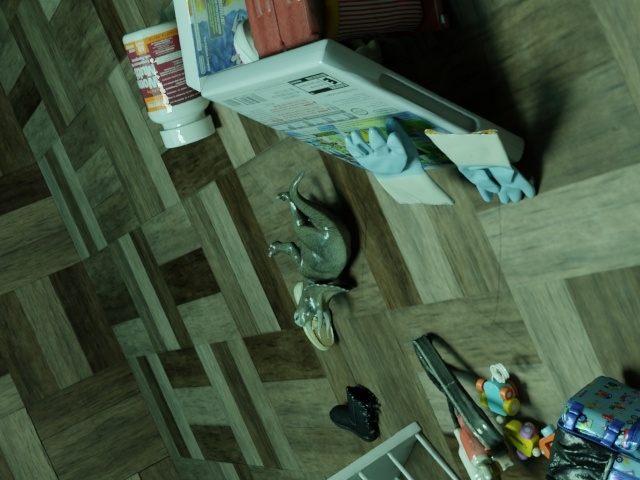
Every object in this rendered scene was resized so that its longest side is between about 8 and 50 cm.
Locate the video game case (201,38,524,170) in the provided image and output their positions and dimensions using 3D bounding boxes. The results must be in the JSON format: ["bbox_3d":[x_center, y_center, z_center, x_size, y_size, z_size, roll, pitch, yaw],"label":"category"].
[{"bbox_3d":[0.044,-0.159,1.285,0.329,0.300,0.036,1,72,60],"label":"video game case"}]

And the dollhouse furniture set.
[{"bbox_3d":[0.000,-0.415,1.216,0.152,0.201,0.374,4,109,60],"label":"dollhouse furniture set"}]

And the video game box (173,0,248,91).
[{"bbox_3d":[-0.124,-0.344,1.490,0.048,0.187,0.205,32,138,42],"label":"video game box"}]

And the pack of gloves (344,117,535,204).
[{"bbox_3d":[0.148,-0.101,1.210,0.195,0.232,0.046,1,73,25],"label":"pack of gloves"}]

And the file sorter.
[{"bbox_3d":[0.090,0.478,1.693,0.173,0.278,0.193,48,149,26],"label":"file sorter"}]

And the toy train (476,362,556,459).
[{"bbox_3d":[0.291,0.241,1.398,0.166,0.046,0.125,54,150,14],"label":"toy train"}]

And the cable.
[{"bbox_3d":[0.190,0.244,1.470,0.287,0.072,0.139,54,177,38],"label":"cable"}]

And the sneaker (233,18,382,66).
[{"bbox_3d":[-0.009,-0.273,1.424,0.252,0.103,0.111,25,127,19],"label":"sneaker"}]

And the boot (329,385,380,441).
[{"bbox_3d":[0.061,0.310,1.858,0.121,0.045,0.099,27,137,40],"label":"boot"}]

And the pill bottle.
[{"bbox_3d":[-0.278,-0.292,1.876,0.121,0.121,0.221,7,118,59],"label":"pill bottle"}]

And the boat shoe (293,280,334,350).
[{"bbox_3d":[-0.009,0.136,1.832,0.135,0.050,0.045,65,158,0],"label":"boat shoe"}]

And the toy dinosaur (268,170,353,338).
[{"bbox_3d":[0.000,0.000,1.670,0.160,0.121,0.313,36,138,25],"label":"toy dinosaur"}]

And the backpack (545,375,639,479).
[{"bbox_3d":[0.368,0.245,1.150,0.173,0.158,0.117,21,113,37],"label":"backpack"}]
